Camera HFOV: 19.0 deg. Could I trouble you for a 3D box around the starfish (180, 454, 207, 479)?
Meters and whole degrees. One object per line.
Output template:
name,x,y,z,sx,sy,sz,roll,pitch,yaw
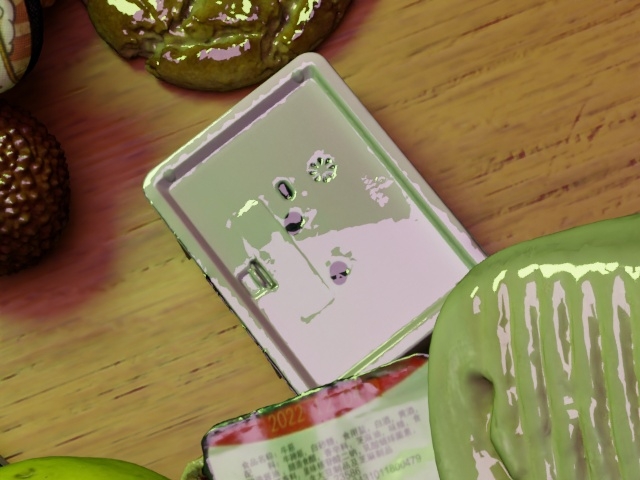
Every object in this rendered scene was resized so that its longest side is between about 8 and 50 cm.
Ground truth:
starfish,0.003,0.188,1.179,0.209,0.053,0.150,26,91,11

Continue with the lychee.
lychee,-0.229,-0.033,1.232,0.129,0.123,0.123,-16,73,-23

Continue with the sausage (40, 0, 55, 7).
sausage,-0.277,-0.245,1.289,0.258,0.133,0.133,33,83,16

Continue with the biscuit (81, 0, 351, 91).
biscuit,-0.070,-0.211,1.293,0.225,0.042,0.226,-2,77,8

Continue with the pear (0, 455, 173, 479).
pear,-0.169,0.252,1.083,0.307,0.253,0.253,-14,75,6

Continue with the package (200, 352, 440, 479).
package,0.034,0.197,1.141,0.166,0.040,0.232,-21,80,7

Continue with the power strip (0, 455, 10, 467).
power strip,-0.303,0.121,1.201,0.279,0.037,0.109,42,86,-6

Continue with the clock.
clock,0.000,0.000,1.219,0.150,0.063,0.197,-38,74,-2

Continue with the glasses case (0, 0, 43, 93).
glasses case,-0.313,-0.145,1.233,0.321,0.082,0.122,-1,112,33

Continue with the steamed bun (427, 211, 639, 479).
steamed bun,0.276,0.120,1.055,0.367,0.255,0.343,-17,87,31
